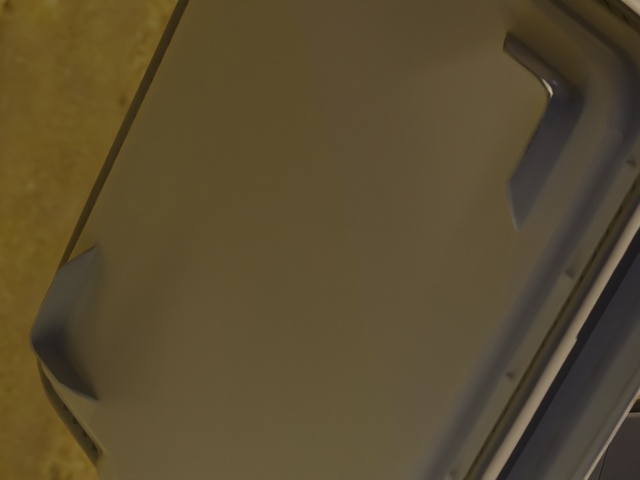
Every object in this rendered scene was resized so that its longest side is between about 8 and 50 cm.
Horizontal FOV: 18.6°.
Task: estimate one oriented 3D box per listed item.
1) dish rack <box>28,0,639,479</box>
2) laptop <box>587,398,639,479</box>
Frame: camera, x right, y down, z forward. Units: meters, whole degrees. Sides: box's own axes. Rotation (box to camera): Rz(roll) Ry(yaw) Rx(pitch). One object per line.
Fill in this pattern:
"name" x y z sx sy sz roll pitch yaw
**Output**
"dish rack" 0.000 0.000 0.761 0.072 0.285 0.332 4 121 -43
"laptop" 0.125 0.337 1.347 0.236 0.382 0.408 -110 -157 -50
